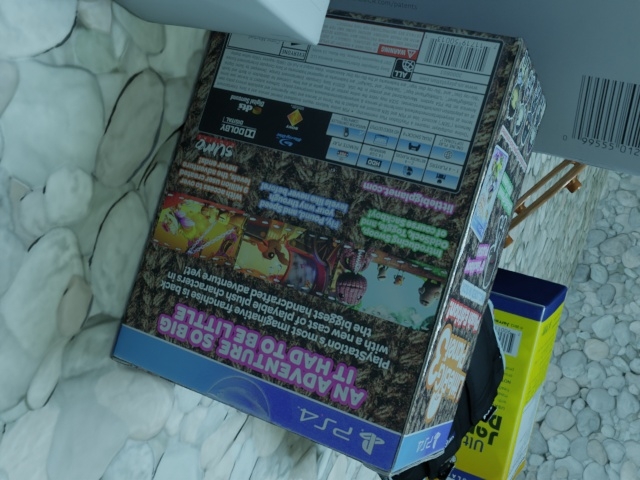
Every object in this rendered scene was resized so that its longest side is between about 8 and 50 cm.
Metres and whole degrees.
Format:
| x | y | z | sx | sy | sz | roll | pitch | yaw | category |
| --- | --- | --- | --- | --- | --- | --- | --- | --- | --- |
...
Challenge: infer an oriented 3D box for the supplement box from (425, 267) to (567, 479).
| x | y | z | sx | sy | sz | roll | pitch | yaw | category |
| --- | --- | --- | --- | --- | --- | --- | --- | --- | --- |
| 0.273 | 0.236 | 1.307 | 0.194 | 0.195 | 0.356 | -13 | 116 | -62 | supplement box |

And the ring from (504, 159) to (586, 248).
| x | y | z | sx | sy | sz | roll | pitch | yaw | category |
| --- | --- | --- | --- | --- | --- | --- | --- | --- | --- |
| 0.385 | -0.076 | 1.314 | 0.336 | 0.032 | 0.336 | -41 | 176 | -3 | ring |

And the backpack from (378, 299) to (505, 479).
| x | y | z | sx | sy | sz | roll | pitch | yaw | category |
| --- | --- | --- | --- | --- | --- | --- | --- | --- | --- |
| 0.098 | 0.144 | 0.874 | 0.225 | 0.191 | 0.253 | -47 | 152 | -15 | backpack |

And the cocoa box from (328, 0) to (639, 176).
| x | y | z | sx | sy | sz | roll | pitch | yaw | category |
| --- | --- | --- | --- | --- | --- | --- | --- | --- | --- |
| 0.193 | -0.236 | 0.678 | 0.228 | 0.347 | 0.231 | -48 | 146 | -43 | cocoa box |

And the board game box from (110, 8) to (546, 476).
| x | y | z | sx | sy | sz | roll | pitch | yaw | category |
| --- | --- | --- | --- | --- | --- | --- | --- | --- | --- |
| 0.012 | -0.010 | 0.579 | 0.141 | 0.232 | 0.291 | 21 | 87 | -65 | board game box |

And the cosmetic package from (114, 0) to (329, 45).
| x | y | z | sx | sy | sz | roll | pitch | yaw | category |
| --- | --- | --- | --- | --- | --- | --- | --- | --- | --- |
| -0.071 | -0.249 | 0.379 | 0.224 | 0.138 | 0.224 | 15 | 90 | -65 | cosmetic package |
